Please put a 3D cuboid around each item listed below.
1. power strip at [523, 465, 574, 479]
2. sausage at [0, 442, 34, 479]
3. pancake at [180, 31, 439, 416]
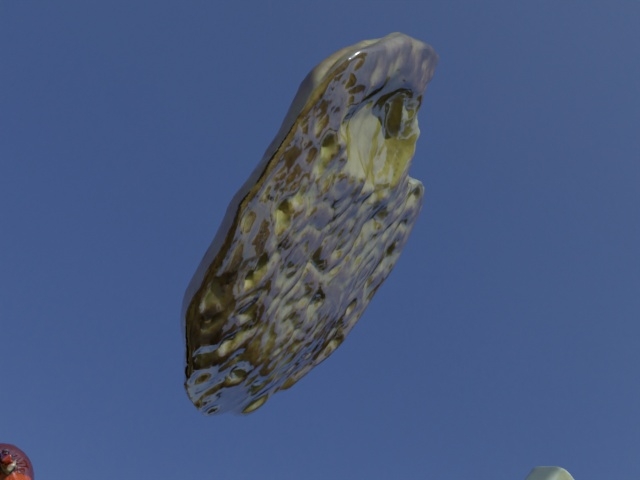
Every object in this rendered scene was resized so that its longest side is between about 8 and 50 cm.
[{"bbox_3d":[0.452,0.517,1.600,0.385,0.062,0.091,52,-26,-6],"label":"power strip"},{"bbox_3d":[-0.170,0.159,0.529,0.034,0.034,0.253,18,-36,-7],"label":"sausage"},{"bbox_3d":[0.000,0.000,0.527,0.029,0.212,0.235,31,-40,20],"label":"pancake"}]
